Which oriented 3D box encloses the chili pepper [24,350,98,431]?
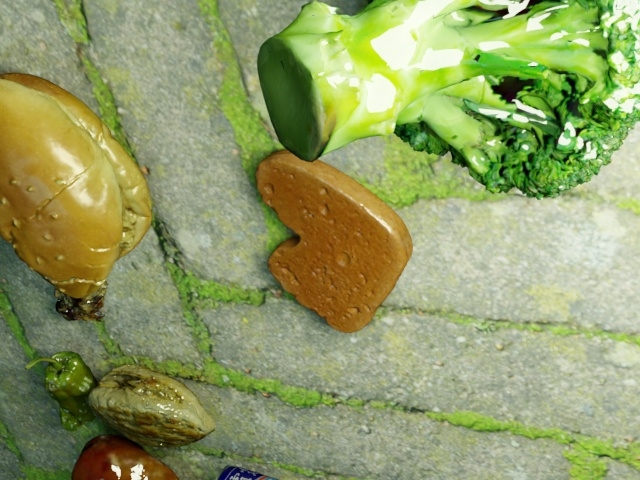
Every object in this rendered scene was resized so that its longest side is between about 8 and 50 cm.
[{"bbox_3d":[-0.359,0.204,1.391,0.072,0.073,0.204,6,145,2],"label":"chili pepper"}]

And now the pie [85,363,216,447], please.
[{"bbox_3d":[-0.235,0.238,1.348,0.193,0.079,0.163,3,139,26],"label":"pie"}]

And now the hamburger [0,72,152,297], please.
[{"bbox_3d":[-0.291,-0.074,1.054,0.157,0.144,0.283,-16,117,38],"label":"hamburger"}]

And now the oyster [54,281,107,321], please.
[{"bbox_3d":[-0.320,0.065,1.274,0.086,0.029,0.132,17,136,16],"label":"oyster"}]

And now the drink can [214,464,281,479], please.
[{"bbox_3d":[-0.036,0.392,1.359,0.235,0.097,0.097,14,133,20],"label":"drink can"}]

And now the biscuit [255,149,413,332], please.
[{"bbox_3d":[0.000,0.000,1.031,0.186,0.036,0.192,32,137,4],"label":"biscuit"}]

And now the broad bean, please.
[{"bbox_3d":[-0.278,0.390,1.476,0.228,0.122,0.156,41,111,-17],"label":"broad bean"}]

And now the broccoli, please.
[{"bbox_3d":[0.087,-0.152,0.682,0.297,0.297,0.297,43,145,42],"label":"broccoli"}]
